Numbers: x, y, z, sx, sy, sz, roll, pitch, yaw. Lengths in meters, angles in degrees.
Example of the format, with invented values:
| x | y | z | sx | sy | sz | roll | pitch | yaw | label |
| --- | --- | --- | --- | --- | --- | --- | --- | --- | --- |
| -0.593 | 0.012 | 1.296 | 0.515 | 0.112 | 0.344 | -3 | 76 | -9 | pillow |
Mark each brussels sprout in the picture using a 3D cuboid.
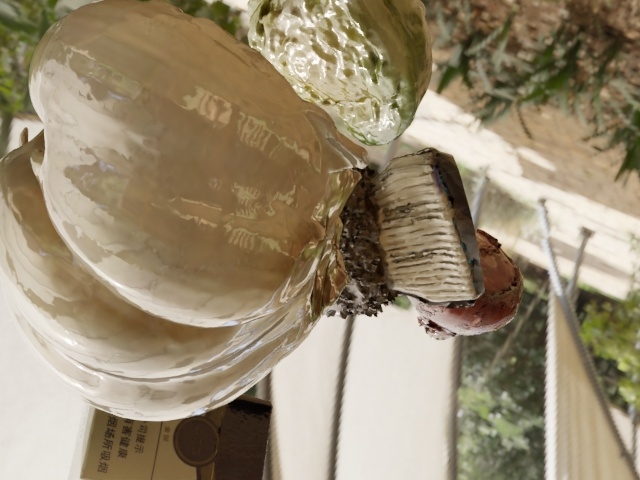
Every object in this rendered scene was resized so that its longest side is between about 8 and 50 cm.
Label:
| x | y | z | sx | sy | sz | roll | pitch | yaw | label |
| --- | --- | --- | --- | --- | --- | --- | --- | --- | --- |
| 0.019 | -0.137 | 0.686 | 0.139 | 0.100 | 0.181 | 40 | 149 | 20 | brussels sprout |

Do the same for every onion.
| x | y | z | sx | sy | sz | roll | pitch | yaw | label |
| --- | --- | --- | --- | --- | --- | --- | --- | --- | --- |
| 0.176 | 0.063 | 1.340 | 0.184 | 0.147 | 0.184 | 23 | -155 | -11 | onion |

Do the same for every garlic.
| x | y | z | sx | sy | sz | roll | pitch | yaw | label |
| --- | --- | --- | --- | --- | --- | --- | --- | --- | --- |
| -0.097 | -0.001 | 0.548 | 0.203 | 0.184 | 0.281 | 32 | 173 | 10 | garlic |

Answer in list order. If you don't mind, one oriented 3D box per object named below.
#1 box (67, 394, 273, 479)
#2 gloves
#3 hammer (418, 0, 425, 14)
| x | y | z | sx | sy | sz | roll | pitch | yaw | label |
| --- | --- | --- | --- | --- | --- | --- | --- | --- | --- |
| -0.199 | 0.276 | 1.380 | 0.259 | 0.168 | 0.071 | 17 | 154 | -22 | box |
| 0.000 | -0.008 | 1.002 | 0.313 | 0.135 | 0.210 | -5 | 148 | 20 | gloves |
| 0.104 | -0.375 | 1.679 | 0.116 | 0.069 | 0.194 | 18 | -176 | -8 | hammer |
